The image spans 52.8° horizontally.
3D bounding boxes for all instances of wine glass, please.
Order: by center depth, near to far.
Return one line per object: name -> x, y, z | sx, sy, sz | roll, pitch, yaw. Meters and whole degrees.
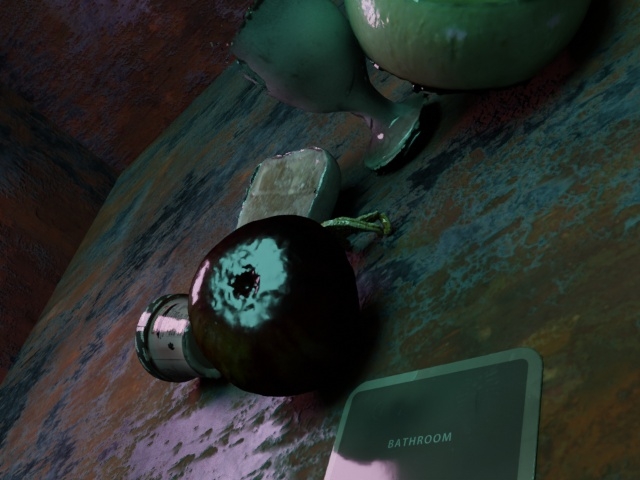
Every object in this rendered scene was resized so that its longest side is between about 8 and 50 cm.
wine glass -> 0.009, -0.280, 1.062 | 0.190, 0.357, 0.190 | -48, 20, 24

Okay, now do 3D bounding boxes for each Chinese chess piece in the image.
Chinese chess piece -> 0.207, -0.366, 0.930 | 0.349, 0.146, 0.349 | -3, 53, 3

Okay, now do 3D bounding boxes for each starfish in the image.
starfish -> -0.001, -0.010, 0.967 | 0.209, 0.150, 0.053 | -15, 69, 32

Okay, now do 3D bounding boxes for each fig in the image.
fig -> -0.052, 0.084, 0.840 | 0.235, 0.214, 0.235 | -33, 38, 31

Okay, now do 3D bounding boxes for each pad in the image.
pad -> 0.101, 0.201, 0.650 | 0.266, 0.002, 0.176 | -25, 34, 43

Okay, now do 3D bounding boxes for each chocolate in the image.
chocolate -> -0.054, -0.067, 1.188 | 0.303, 0.100, 0.185 | 1, 65, 63

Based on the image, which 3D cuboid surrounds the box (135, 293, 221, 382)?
box -> -0.208, 0.161, 1.067 | 0.135, 0.151, 0.151 | -8, 47, 45
